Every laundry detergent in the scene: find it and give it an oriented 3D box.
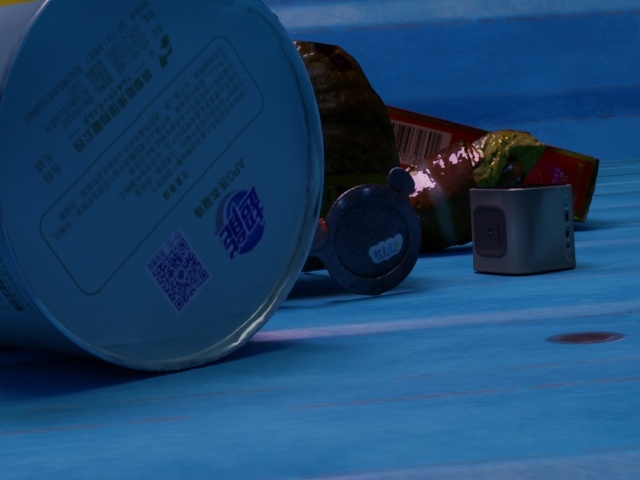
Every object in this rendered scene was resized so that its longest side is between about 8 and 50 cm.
[{"bbox_3d":[-0.202,-0.056,1.151,0.287,0.287,0.305,-8,7,-43],"label":"laundry detergent"}]

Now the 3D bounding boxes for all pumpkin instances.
[{"bbox_3d":[-0.084,-0.090,1.446,0.317,0.139,0.222,-6,-18,-10],"label":"pumpkin"}]

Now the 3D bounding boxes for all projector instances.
[{"bbox_3d":[0.196,-0.012,1.511,0.083,0.082,0.083,-6,5,-33],"label":"projector"}]

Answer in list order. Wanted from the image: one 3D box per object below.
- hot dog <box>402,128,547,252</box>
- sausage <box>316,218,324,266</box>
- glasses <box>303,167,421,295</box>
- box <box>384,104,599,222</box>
[{"bbox_3d":[0.142,-0.041,1.729,0.261,0.093,0.123,-29,-33,1],"label":"hot dog"},{"bbox_3d":[0.000,0.000,1.668,0.094,0.059,0.054,-7,49,-34],"label":"sausage"},{"bbox_3d":[-0.056,-0.007,1.460,0.234,0.118,0.268,-7,6,-21],"label":"glasses"},{"bbox_3d":[0.173,-0.100,1.961,0.313,0.089,0.197,14,-1,-5],"label":"box"}]
